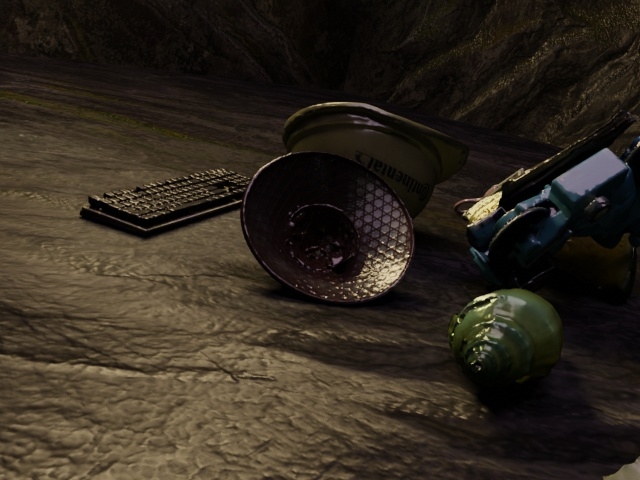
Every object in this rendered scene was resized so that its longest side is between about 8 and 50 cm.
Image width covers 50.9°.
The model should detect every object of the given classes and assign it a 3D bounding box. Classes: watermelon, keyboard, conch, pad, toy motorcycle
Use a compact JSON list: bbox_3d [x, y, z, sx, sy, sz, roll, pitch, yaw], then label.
[{"bbox_3d":[0.339,-0.009,0.962,0.129,0.123,0.301,-22,29,-24],"label":"watermelon"},{"bbox_3d":[-0.178,-0.060,0.895,0.106,0.027,0.317,17,18,17],"label":"keyboard"},{"bbox_3d":[0.156,0.080,0.571,0.095,0.079,0.201,3,-4,18],"label":"conch"},{"bbox_3d":[0.304,-0.087,0.874,0.022,0.174,0.233,59,5,11],"label":"pad"},{"bbox_3d":[0.296,-0.027,0.793,0.272,0.182,0.123,-30,60,-7],"label":"toy motorcycle"}]

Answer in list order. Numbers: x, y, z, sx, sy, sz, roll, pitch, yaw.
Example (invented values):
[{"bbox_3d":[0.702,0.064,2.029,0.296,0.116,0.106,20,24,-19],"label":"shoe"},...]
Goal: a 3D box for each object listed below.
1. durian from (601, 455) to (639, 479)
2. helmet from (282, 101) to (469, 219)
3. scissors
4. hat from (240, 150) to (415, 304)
[{"bbox_3d":[0.186,0.129,0.317,0.252,0.139,0.144,-2,17,-36],"label":"durian"},{"bbox_3d":[0.068,-0.066,0.891,0.258,0.137,0.204,14,-24,-19],"label":"helmet"},{"bbox_3d":[0.284,-0.074,1.093,0.086,0.022,0.176,10,-21,-11],"label":"scissors"},{"bbox_3d":[0.000,0.000,0.737,0.193,0.082,0.192,10,57,-15],"label":"hat"}]
